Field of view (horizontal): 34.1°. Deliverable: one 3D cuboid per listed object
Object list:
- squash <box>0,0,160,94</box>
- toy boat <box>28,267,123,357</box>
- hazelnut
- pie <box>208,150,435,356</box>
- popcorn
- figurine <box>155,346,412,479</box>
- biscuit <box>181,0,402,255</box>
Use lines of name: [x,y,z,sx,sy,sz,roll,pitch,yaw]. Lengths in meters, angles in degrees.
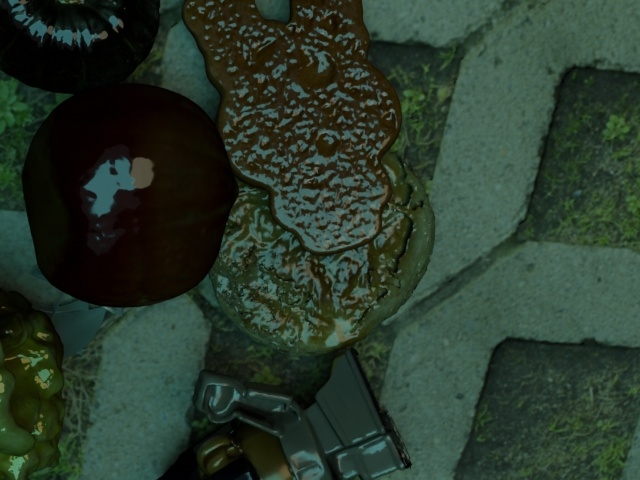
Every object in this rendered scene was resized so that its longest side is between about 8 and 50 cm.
squash: [-0.257,-0.237,1.041,0.193,0.156,0.193,-11,113,-28]
toy boat: [-0.276,0.089,1.177,0.105,0.034,0.149,4,103,-4]
hazelnut: [-0.190,-0.051,1.057,0.229,0.229,0.230,-1,104,-6]
pie: [0.000,0.000,1.175,0.274,0.055,0.274,-2,100,-9]
popcorn: [-0.381,0.153,1.075,0.293,0.293,0.237,38,81,-13]
figurine: [-0.047,0.256,1.187,0.308,0.143,0.309,-2,101,-8]
biscuit: [-0.020,-0.148,1.113,0.202,0.047,0.334,-17,90,-4]
